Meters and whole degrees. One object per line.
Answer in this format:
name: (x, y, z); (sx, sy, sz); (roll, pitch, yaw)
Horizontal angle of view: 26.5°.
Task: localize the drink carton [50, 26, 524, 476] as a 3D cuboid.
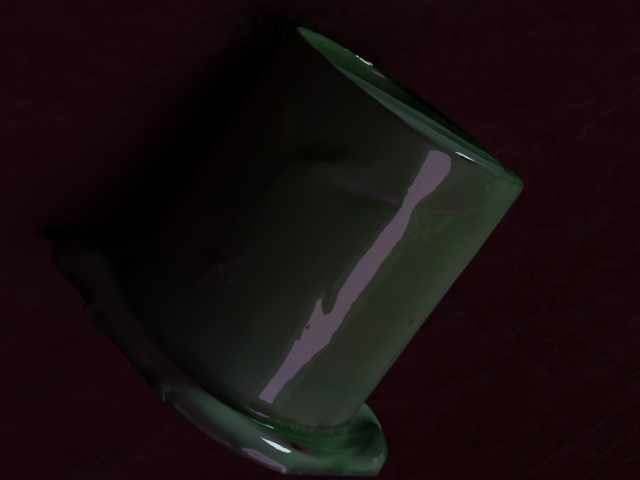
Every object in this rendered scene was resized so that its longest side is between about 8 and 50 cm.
drink carton: (0.000, 0.000, 0.570); (0.142, 0.144, 0.146); (-53, 147, 13)
